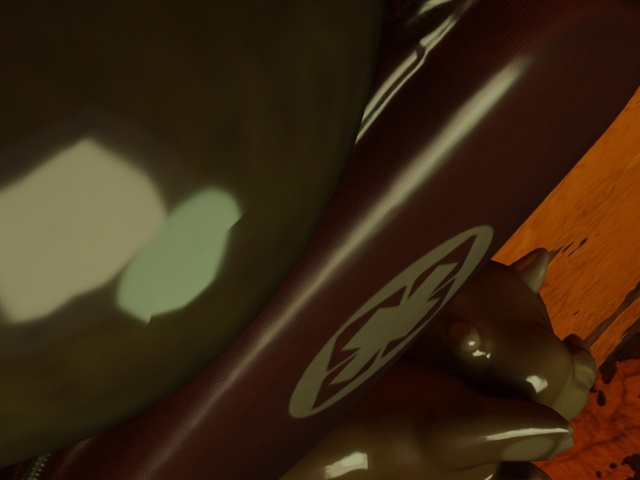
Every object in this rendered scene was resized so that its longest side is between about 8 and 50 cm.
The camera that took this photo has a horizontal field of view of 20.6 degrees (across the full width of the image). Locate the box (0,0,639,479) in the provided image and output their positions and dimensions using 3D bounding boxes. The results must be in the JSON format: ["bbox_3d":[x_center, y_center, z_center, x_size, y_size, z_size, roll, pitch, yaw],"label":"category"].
[{"bbox_3d":[0.000,0.000,0.845,0.404,0.108,0.263,-49,164,18],"label":"box"}]

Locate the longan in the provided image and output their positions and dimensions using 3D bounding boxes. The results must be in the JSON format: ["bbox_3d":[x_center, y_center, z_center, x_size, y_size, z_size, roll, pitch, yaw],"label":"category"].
[{"bbox_3d":[-0.085,-0.039,0.387,0.198,0.198,0.212,-51,163,23],"label":"longan"}]

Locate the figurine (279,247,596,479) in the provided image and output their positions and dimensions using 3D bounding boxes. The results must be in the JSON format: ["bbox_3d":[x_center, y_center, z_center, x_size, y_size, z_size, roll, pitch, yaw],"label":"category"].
[{"bbox_3d":[0.049,0.092,1.136,0.247,0.173,0.177,-20,145,9],"label":"figurine"}]
